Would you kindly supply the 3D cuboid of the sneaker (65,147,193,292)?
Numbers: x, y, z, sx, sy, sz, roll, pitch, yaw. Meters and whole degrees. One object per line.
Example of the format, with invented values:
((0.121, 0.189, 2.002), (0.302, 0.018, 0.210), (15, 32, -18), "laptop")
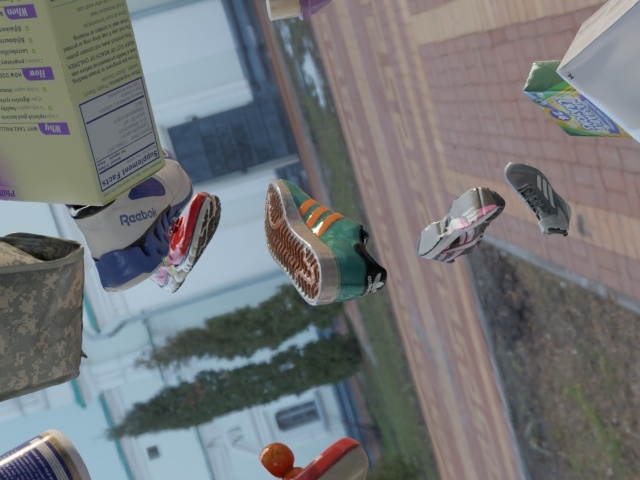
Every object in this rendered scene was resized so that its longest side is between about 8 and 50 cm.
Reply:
((-0.282, -0.087, 1.215), (0.315, 0.127, 0.182), (-93, -19, -58), "sneaker")

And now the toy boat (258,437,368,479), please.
((-0.042, 0.389, 1.378), (0.151, 0.231, 0.151), (40, 146, 26), "toy boat")

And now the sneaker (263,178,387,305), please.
((0.000, 0.000, 1.304), (0.302, 0.121, 0.108), (-123, 40, -51), "sneaker")

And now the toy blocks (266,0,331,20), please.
((0.037, -0.466, 1.112), (0.309, 0.260, 0.288), (99, 158, -72), "toy blocks")

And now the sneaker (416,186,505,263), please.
((0.239, -0.021, 1.393), (0.178, 0.077, 0.072), (-37, 40, 44), "sneaker")

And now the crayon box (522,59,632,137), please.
((0.614, -0.297, 1.792), (0.203, 0.083, 0.323), (31, 167, -36), "crayon box")

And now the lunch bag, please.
((-0.508, 0.120, 1.331), (0.169, 0.287, 0.235), (30, 119, 50), "lunch bag")

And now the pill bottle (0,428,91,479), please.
((-0.528, 0.440, 1.422), (0.153, 0.265, 0.153), (28, 131, 38), "pill bottle")

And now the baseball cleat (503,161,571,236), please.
((0.472, -0.083, 1.838), (0.206, 0.072, 0.109), (34, -136, -22), "baseball cleat")

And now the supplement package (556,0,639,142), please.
((0.533, -0.301, 1.290), (0.204, 0.145, 0.262), (39, 147, -5), "supplement package")

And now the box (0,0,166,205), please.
((-0.303, -0.171, 0.895), (0.117, 0.214, 0.243), (-44, -49, -53), "box")

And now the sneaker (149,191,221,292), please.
((-0.258, -0.001, 1.475), (0.279, 0.118, 0.107), (-50, 11, 49), "sneaker")
